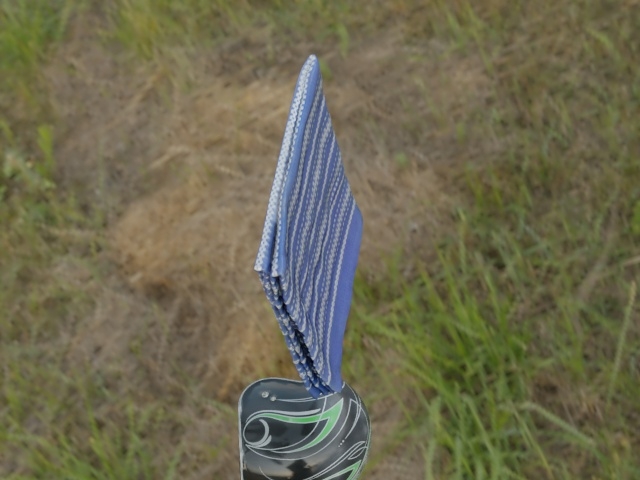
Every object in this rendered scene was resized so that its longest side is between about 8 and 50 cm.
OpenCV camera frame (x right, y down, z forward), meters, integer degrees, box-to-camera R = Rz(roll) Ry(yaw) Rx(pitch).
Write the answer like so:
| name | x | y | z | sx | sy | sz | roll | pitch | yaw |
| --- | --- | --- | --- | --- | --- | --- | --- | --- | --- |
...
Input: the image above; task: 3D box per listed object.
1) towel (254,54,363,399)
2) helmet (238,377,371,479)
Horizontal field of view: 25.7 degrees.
| name | x | y | z | sx | sy | sz | roll | pitch | yaw |
| --- | --- | --- | --- | --- | --- | --- | --- | --- | --- |
| towel | 0.000 | 0.000 | 1.456 | 0.040 | 0.336 | 0.243 | 5 | 64 | 12 |
| helmet | -0.017 | 0.246 | 1.726 | 0.162 | 0.169 | 0.169 | -2 | 47 | -1 |
